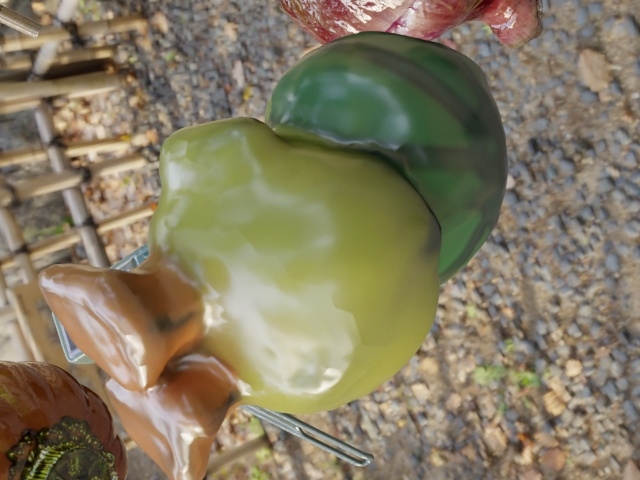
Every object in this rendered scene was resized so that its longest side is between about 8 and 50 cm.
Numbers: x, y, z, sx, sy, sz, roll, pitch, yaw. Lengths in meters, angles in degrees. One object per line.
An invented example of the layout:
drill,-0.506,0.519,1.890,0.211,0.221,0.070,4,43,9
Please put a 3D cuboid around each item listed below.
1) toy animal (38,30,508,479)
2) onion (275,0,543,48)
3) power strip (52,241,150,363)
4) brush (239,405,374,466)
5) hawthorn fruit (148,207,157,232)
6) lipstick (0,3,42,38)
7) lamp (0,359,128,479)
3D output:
toy animal,0.003,0.000,0.663,0.191,0.338,0.216,21,144,41
onion,0.123,-0.358,1.230,0.348,0.385,0.347,-47,25,31
power strip,-0.236,0.101,1.269,0.216,0.061,0.145,-32,67,24
brush,-0.063,0.184,1.064,0.266,0.027,0.062,26,135,-5
hawthorn fruit,-0.187,-0.008,1.606,0.189,0.189,0.189,23,122,43
lipstick,-0.352,-0.249,1.094,0.019,0.094,0.019,-44,34,40
lamp,-0.272,0.215,0.876,0.197,0.223,0.223,-9,98,38
